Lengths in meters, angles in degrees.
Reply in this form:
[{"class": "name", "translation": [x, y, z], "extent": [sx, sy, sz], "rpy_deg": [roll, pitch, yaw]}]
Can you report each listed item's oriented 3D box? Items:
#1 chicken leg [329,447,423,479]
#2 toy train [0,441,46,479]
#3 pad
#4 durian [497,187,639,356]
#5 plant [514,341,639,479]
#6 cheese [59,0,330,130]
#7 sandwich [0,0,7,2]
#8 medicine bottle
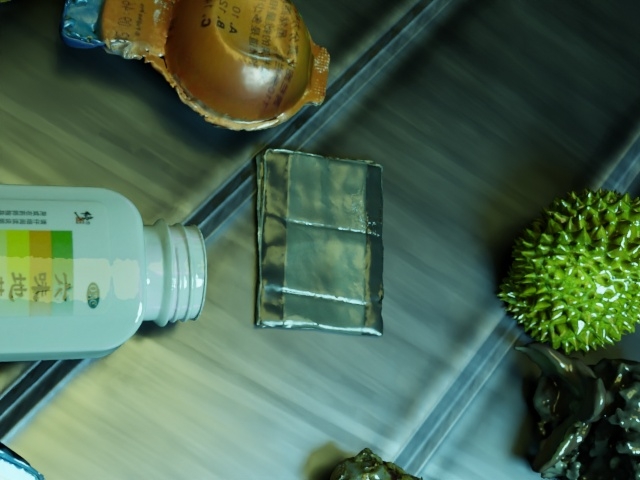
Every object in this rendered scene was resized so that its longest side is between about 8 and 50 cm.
[{"class": "chicken leg", "translation": [0.084, 0.325, 1.086], "extent": [0.196, 0.080, 0.125], "rpy_deg": [38, 73, -16]}, {"class": "toy train", "translation": [-0.403, 0.253, 0.801], "extent": [0.300, 0.188, 0.265], "rpy_deg": [40, 62, -33]}, {"class": "pad", "translation": [0.000, 0.000, 1.176], "extent": [0.174, 0.022, 0.233], "rpy_deg": [7, 72, -21]}, {"class": "durian", "translation": [0.359, 0.032, 1.236], "extent": [0.236, 0.177, 0.200], "rpy_deg": [-25, 58, -17]}, {"class": "plant", "translation": [0.374, 0.233, 1.173], "extent": [0.233, 0.178, 0.204], "rpy_deg": [10, 71, -26]}, {"class": "cheese", "translation": [-0.141, -0.242, 1.129], "extent": [0.329, 0.129, 0.217], "rpy_deg": [12, 69, -19]}, {"class": "sandwich", "translation": [-0.269, -0.408, 1.053], "extent": [0.325, 0.262, 0.131], "rpy_deg": [-28, 84, -27]}, {"class": "medicine bottle", "translation": [-0.288, 0.034, 0.988], "extent": [0.324, 0.124, 0.179], "rpy_deg": [2, 73, -24]}]
